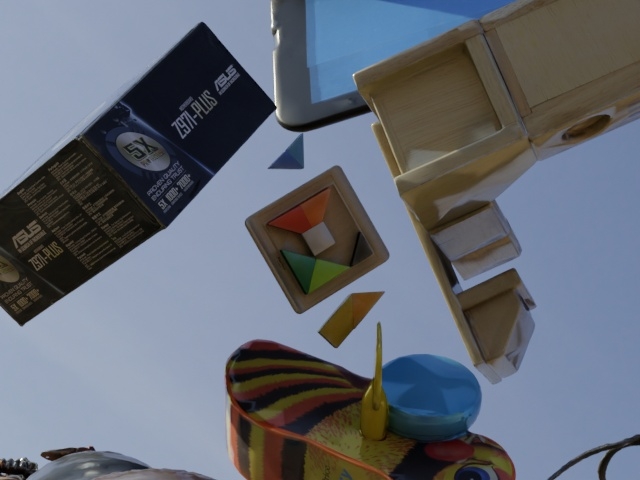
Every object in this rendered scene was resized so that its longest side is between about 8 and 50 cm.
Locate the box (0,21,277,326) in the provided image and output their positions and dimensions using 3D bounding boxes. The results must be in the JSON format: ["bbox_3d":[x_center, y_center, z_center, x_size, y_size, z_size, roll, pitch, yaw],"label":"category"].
[{"bbox_3d":[-0.138,-0.042,0.982,0.077,0.147,0.180,49,-45,-11],"label":"box"}]

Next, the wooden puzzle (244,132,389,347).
[{"bbox_3d":[0.000,0.000,0.910,0.116,0.078,0.014,54,-16,-8],"label":"wooden puzzle"}]

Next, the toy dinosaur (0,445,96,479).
[{"bbox_3d":[-0.164,0.201,0.850,0.218,0.322,0.164,26,-58,16],"label":"toy dinosaur"}]

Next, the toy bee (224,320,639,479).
[{"bbox_3d":[0.058,0.141,0.926,0.298,0.162,0.195,-8,-67,27],"label":"toy bee"}]

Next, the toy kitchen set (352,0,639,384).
[{"bbox_3d":[0.060,-0.012,0.371,0.075,0.068,0.083,-24,-19,8],"label":"toy kitchen set"}]

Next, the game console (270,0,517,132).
[{"bbox_3d":[0.074,-0.253,1.108,0.293,0.173,0.250,-16,-72,14],"label":"game console"}]

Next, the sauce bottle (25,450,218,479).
[{"bbox_3d":[-0.032,0.116,0.366,0.111,0.111,0.344,34,-5,-14],"label":"sauce bottle"}]
